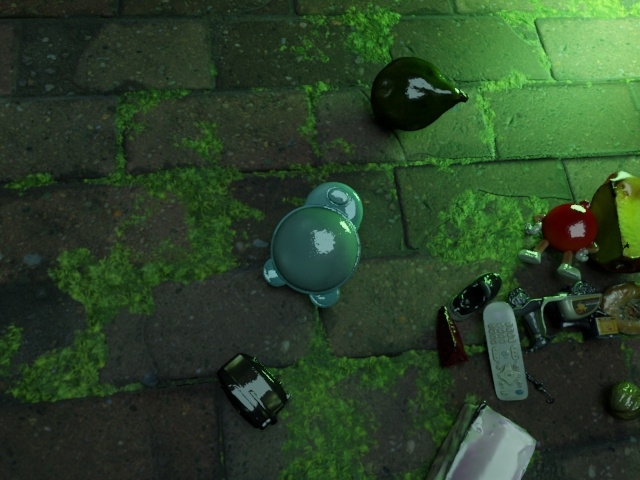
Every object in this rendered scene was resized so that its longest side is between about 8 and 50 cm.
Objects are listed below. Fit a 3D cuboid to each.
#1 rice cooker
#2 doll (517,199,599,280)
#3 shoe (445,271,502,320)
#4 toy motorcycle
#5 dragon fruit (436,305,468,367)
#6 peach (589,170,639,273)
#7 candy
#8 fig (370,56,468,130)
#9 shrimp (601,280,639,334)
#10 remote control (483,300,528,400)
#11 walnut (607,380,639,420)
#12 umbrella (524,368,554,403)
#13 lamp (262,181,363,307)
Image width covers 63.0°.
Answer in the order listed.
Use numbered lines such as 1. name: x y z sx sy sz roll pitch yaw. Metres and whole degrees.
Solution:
1. rice cooker: -0.145 0.319 1.108 0.165 0.112 0.106 39 64 6
2. doll: 0.623 -0.015 1.344 0.183 0.085 0.217 24 73 25
3. shoe: 0.384 0.126 1.256 0.169 0.099 0.071 -33 75 -17
4. toy motorcycle: 0.577 0.182 1.268 0.262 0.091 0.157 -5 74 -9
5. dragon fruit: 0.313 0.224 1.232 0.063 0.097 0.131 1 51 -11
6. peach: 0.778 -0.039 1.342 0.158 0.154 0.268 10 62 -10
7. candy: 0.329 0.492 1.107 0.155 0.116 0.265 34 69 4
8. fig: 0.258 -0.384 1.355 0.244 0.195 0.195 7 61 41
9. shrimp: 0.794 0.168 1.331 0.187 0.051 0.133 -17 92 -8
10. remote control: 0.435 0.258 1.232 0.073 0.044 0.229 -11 83 19
11. walnut: 0.715 0.376 1.222 0.092 0.092 0.092 2 70 -7
12. umbrella: 0.501 0.325 1.242 0.149 0.022 0.022 50 34 11
13. lamp: 0.000 -0.003 1.225 0.209 0.147 0.284 25 68 4
